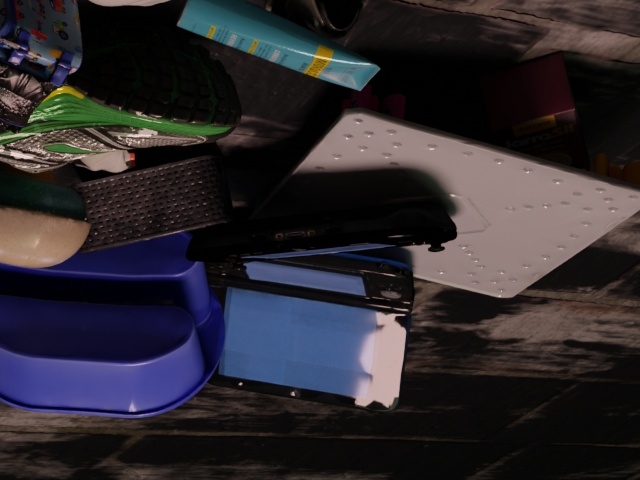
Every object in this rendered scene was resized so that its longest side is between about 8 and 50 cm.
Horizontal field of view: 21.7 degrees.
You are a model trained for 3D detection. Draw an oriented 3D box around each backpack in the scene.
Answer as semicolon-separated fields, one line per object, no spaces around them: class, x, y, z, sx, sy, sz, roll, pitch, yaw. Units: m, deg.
backpack;-0.327;-0.209;1.573;0.173;0.158;0.117;25;131;-35

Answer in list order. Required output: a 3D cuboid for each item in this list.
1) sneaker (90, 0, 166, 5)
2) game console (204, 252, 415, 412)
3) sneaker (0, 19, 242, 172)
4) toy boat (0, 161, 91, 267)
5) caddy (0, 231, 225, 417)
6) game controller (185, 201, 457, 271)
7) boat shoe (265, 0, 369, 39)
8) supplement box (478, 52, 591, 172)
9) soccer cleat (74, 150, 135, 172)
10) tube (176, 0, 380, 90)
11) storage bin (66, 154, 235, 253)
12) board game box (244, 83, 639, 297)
sneaker;-0.122;-0.275;1.602;0.235;0.090;0.095;-8;169;4
game console;-0.028;0.115;2.254;0.293;0.173;0.250;8;168;6
sneaker;-0.253;-0.144;1.751;0.343;0.134;0.146;3;143;-9
toy boat;-0.407;-0.063;1.845;0.318;0.148;0.267;13;179;-37
caddy;-0.291;0.098;2.120;0.341;0.241;0.179;4;150;-2
game controller;0.000;0.000;2.019;0.319;0.067;0.166;-6;-175;21
boat shoe;0.001;-0.242;1.711;0.084;0.079;0.233;-1;156;-23
supplement box;0.263;-0.140;2.030;0.104;0.081;0.188;-14;155;10
soccer cleat;-0.251;-0.125;1.885;0.076;0.068;0.196;-5;158;-5
tube;-0.043;-0.205;1.708;0.207;0.052;0.080;21;169;-9
storage bin;-0.202;-0.044;2.004;0.180;0.084;0.122;-11;-179;5
board game box;0.146;-0.051;2.067;0.390;0.050;0.390;14;156;-16
